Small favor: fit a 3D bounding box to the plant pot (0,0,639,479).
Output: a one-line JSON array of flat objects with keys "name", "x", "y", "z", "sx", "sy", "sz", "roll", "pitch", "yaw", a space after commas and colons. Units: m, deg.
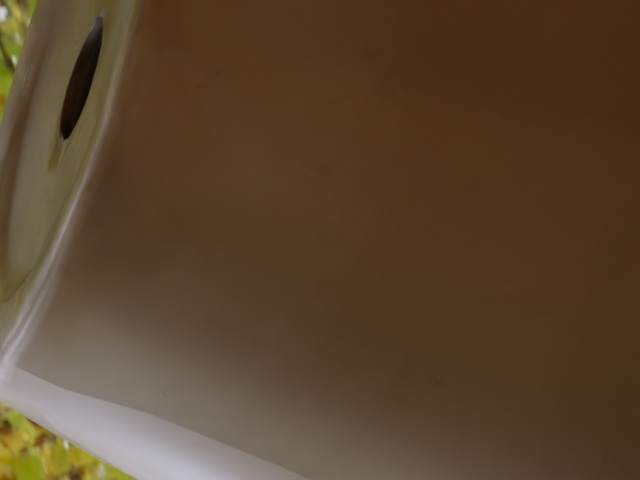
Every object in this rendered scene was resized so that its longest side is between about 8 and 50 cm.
[{"name": "plant pot", "x": 0.051, "y": -0.014, "z": 0.547, "sx": 0.280, "sy": 0.323, "sz": 0.323, "roll": 17, "pitch": -117, "yaw": -19}]
